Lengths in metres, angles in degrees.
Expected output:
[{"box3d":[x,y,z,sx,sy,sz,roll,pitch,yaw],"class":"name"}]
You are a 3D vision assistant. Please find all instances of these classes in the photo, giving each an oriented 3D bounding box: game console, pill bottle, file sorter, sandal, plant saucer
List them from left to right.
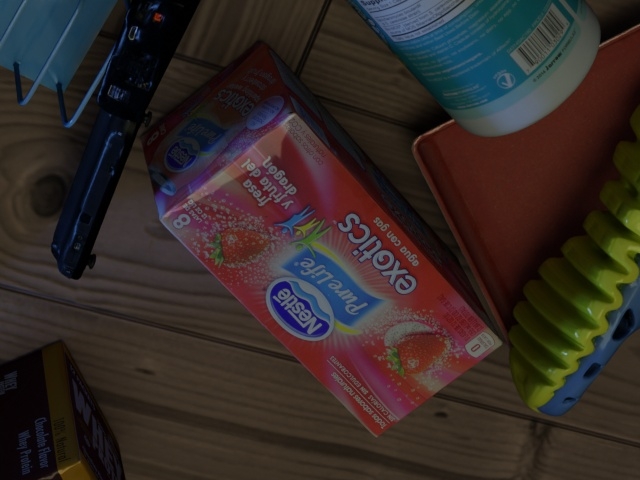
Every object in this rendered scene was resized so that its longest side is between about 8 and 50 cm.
[{"box3d":[-0.244,-0.181,1.448,0.170,0.104,0.118,25,110,-23],"class":"file sorter"},{"box3d":[-0.140,-0.124,1.465,0.044,0.213,0.361,24,131,-4],"class":"game console"},{"box3d":[0.095,-0.215,1.479,0.146,0.146,0.264,-39,119,10],"class":"pill bottle"},{"box3d":[0.237,-0.054,1.656,0.258,0.048,0.259,-27,121,3],"class":"plant saucer"},{"box3d":[0.280,0.027,1.617,0.138,0.126,0.317,22,113,-27],"class":"sandal"}]

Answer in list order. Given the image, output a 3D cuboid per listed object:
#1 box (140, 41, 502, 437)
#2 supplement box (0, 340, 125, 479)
[{"box3d":[0.000,0.000,1.575,0.142,0.154,0.300,-38,121,10],"class":"box"},{"box3d":[-0.276,0.219,1.611,0.194,0.191,0.129,-23,121,0],"class":"supplement box"}]
